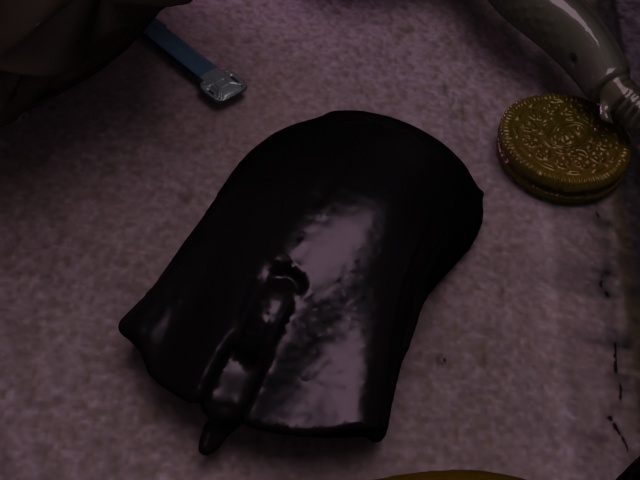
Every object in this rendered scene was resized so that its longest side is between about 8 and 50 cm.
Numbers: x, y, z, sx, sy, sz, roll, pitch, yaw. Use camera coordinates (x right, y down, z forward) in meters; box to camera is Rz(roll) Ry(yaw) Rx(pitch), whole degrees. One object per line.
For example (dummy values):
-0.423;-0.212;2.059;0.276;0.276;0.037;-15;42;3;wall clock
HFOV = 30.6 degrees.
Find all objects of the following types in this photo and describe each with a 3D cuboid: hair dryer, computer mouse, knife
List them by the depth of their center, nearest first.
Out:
0.000;0.000;0.621;0.147;0.088;0.264;20;52;10;computer mouse
-0.086;-0.116;0.750;0.027;0.010;0.096;-34;60;-30;knife
0.159;-0.221;0.831;0.298;0.119;0.296;39;48;10;hair dryer

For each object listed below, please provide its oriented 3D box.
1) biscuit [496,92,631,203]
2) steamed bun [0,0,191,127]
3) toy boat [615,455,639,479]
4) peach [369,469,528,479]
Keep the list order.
0.151;-0.059;0.731;0.084;0.023;0.084;4;50;-4;biscuit
-0.173;-0.195;0.615;0.247;0.352;0.339;40;67;-6;steamed bun
0.196;0.119;0.563;0.137;0.060;0.061;-18;34;-27;toy boat
0.027;0.187;0.372;0.231;0.231;0.231;5;50;-6;peach
